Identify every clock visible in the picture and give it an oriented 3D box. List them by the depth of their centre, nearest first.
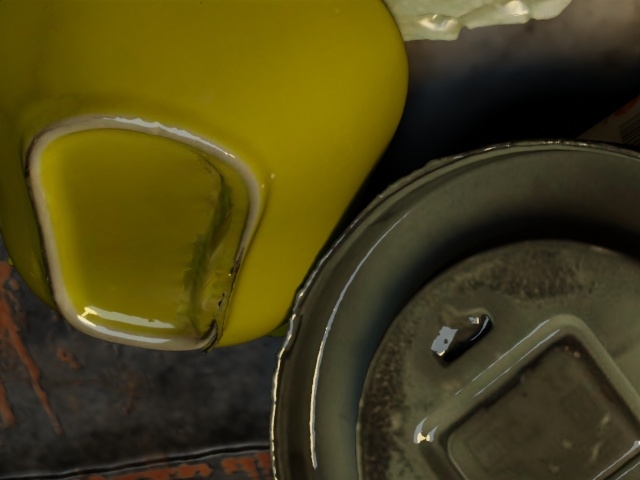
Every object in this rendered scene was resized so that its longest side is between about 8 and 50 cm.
[{"bbox_3d":[0.121,0.104,0.885,0.312,0.061,0.313,3,97,28],"label":"clock"}]

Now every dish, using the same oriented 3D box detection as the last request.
[{"bbox_3d":[-0.079,-0.028,0.903,0.221,0.108,0.262,11,131,3],"label":"dish"}]

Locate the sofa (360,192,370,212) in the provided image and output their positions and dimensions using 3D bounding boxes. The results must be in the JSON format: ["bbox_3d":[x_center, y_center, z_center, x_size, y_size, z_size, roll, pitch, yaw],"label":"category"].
[{"bbox_3d":[0.000,0.000,1.010,0.060,0.039,0.118,-9,117,20],"label":"sofa"}]

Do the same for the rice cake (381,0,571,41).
[{"bbox_3d":[-0.032,-0.122,0.929,0.336,0.066,0.063,-8,129,18],"label":"rice cake"}]

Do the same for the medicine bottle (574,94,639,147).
[{"bbox_3d":[0.132,-0.003,0.952,0.183,0.086,0.086,-34,108,27],"label":"medicine bottle"}]
